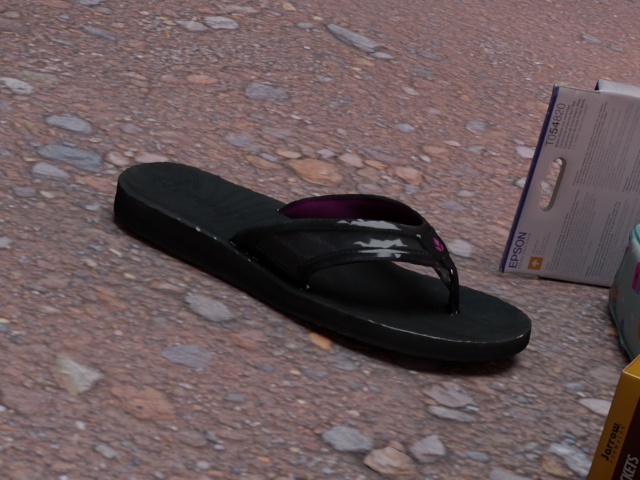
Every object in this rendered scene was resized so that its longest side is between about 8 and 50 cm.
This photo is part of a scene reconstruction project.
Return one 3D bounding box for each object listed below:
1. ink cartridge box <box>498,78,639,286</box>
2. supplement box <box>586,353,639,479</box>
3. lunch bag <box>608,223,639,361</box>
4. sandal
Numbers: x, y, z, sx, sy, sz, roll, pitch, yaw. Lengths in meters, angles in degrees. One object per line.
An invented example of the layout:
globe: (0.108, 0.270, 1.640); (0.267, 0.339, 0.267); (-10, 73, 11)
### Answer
ink cartridge box: (0.314, -0.057, 1.964); (0.224, 0.223, 0.045); (8, 24, -16)
supplement box: (0.358, 0.173, 1.591); (0.194, 0.129, 0.191); (23, 25, 20)
lunch bag: (0.417, 0.083, 1.852); (0.224, 0.107, 0.279); (11, 24, -7)
sandal: (-0.002, 0.000, 1.803); (0.446, 0.107, 0.167); (22, 25, 18)
